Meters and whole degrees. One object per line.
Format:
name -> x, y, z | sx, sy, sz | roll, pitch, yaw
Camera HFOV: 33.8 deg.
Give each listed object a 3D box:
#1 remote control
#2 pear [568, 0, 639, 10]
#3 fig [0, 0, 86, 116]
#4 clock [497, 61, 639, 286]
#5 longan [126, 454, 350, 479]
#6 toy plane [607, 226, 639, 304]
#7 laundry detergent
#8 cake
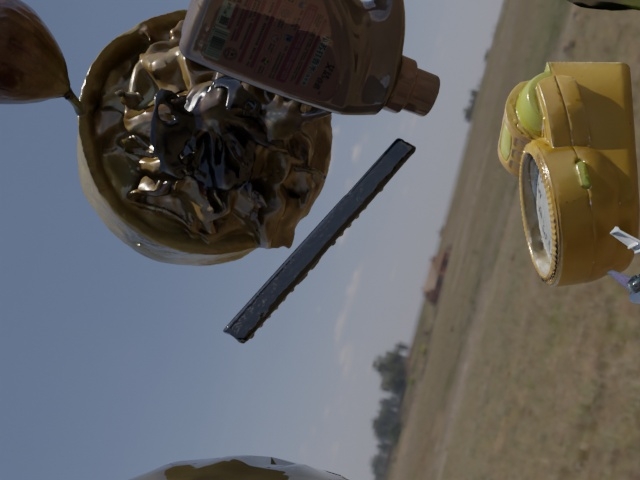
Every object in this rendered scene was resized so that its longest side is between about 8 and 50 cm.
remote control -> 0.000, 0.000, 0.983 | 0.245, 0.025, 0.063 | -48, 1, -3
pear -> 0.255, -0.267, 0.446 | 0.399, 0.165, 0.399 | -23, -50, -29
fig -> -0.233, -0.139, 0.846 | 0.089, 0.125, 0.089 | -35, 41, 38
clock -> 0.389, -0.088, 1.612 | 0.244, 0.200, 0.317 | 76, -172, -63
longan -> -0.066, 0.341, 0.729 | 0.391, 0.391, 0.391 | 15, -90, -82
toy plane -> 0.371, 0.048, 1.100 | 0.065, 0.162, 0.171 | -42, 3, -13
laundry detergent -> 0.009, -0.200, 0.932 | 0.076, 0.237, 0.171 | -92, 24, -56
cake -> -0.130, -0.140, 1.264 | 0.321, 0.332, 0.332 | 144, 146, -70
